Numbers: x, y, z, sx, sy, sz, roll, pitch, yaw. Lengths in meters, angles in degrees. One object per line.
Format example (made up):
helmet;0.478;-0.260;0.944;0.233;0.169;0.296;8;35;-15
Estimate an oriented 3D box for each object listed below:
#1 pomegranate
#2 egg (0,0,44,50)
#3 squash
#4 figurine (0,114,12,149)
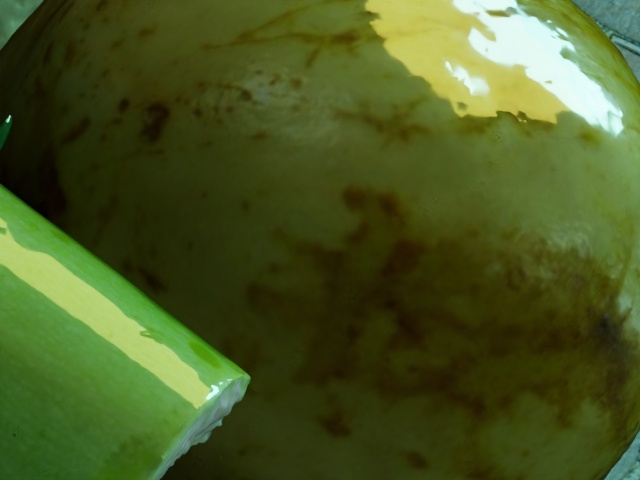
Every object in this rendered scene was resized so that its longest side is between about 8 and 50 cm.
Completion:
pomegranate;0.000;0.000;0.608;0.248;0.248;0.248;33;-4;3
egg;-0.123;-0.051;0.804;0.245;0.203;0.203;45;-5;-4
squash;-0.133;-0.019;0.392;0.250;0.083;0.083;37;-4;1
figurine;-0.133;-0.042;0.522;0.144;0.114;0.178;50;-2;-1
